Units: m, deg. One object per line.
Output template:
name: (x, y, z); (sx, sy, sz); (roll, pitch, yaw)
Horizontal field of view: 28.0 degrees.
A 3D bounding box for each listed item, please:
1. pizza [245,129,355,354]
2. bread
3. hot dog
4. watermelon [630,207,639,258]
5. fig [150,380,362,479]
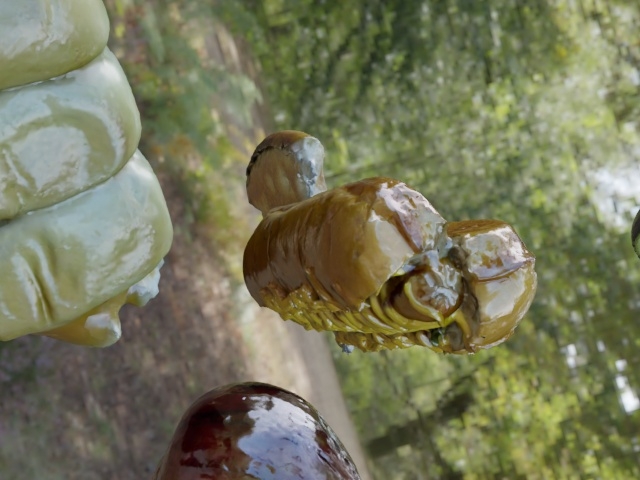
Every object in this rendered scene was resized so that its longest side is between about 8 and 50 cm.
pizza: (0.000, 0.000, 1.076); (0.195, 0.052, 0.185); (68, -16, -1)
bread: (-0.240, -0.108, 0.809); (0.300, 0.210, 0.341); (55, -18, 42)
hot dog: (0.015, 0.011, 0.436); (0.165, 0.071, 0.045); (165, -57, -74)
watermelon: (0.348, -0.027, 1.107); (0.129, 0.123, 0.301); (33, -16, 6)
fig: (-0.033, 0.170, 0.874); (0.148, 0.202, 0.149); (-90, 165, -48)
